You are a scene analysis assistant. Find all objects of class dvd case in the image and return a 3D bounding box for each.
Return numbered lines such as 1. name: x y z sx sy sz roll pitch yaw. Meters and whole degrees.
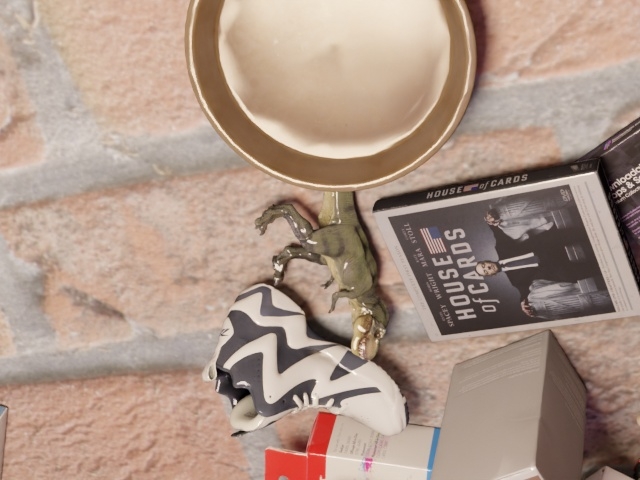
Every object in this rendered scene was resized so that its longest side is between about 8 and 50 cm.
1. dvd case: 0.192 0.016 1.416 0.239 0.029 0.179 -10 122 26

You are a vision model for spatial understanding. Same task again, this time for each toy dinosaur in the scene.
1. toy dinosaur: 0.000 0.000 1.454 0.118 0.064 0.268 -5 118 13

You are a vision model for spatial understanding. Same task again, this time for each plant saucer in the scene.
1. plant saucer: 0.010 -0.179 1.316 0.278 0.041 0.277 5 116 9

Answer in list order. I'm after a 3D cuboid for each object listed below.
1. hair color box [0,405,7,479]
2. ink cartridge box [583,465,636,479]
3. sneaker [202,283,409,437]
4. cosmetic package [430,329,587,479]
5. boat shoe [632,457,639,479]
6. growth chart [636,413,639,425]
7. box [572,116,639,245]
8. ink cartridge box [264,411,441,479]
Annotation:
1. hair color box: -0.482 0.369 1.746 0.105 0.174 0.347 17 125 3
2. ink cartridge box: 0.376 0.387 1.562 0.273 0.114 0.198 27 144 -6
3. sneaker: -0.026 0.172 1.502 0.235 0.153 0.094 42 153 -15
4. cosmetic package: 0.196 0.210 1.437 0.127 0.238 0.107 -22 116 26
5. boat shoe: 0.373 0.287 1.568 0.049 0.042 0.133 3 139 15
6. growth chart: 0.477 0.219 1.510 0.237 0.021 0.172 -16 118 23
7. box: 0.339 -0.046 1.356 0.162 0.029 0.116 43 122 -14
8. ink cartridge box: 0.055 0.279 1.615 0.231 0.078 0.134 7 124 8
